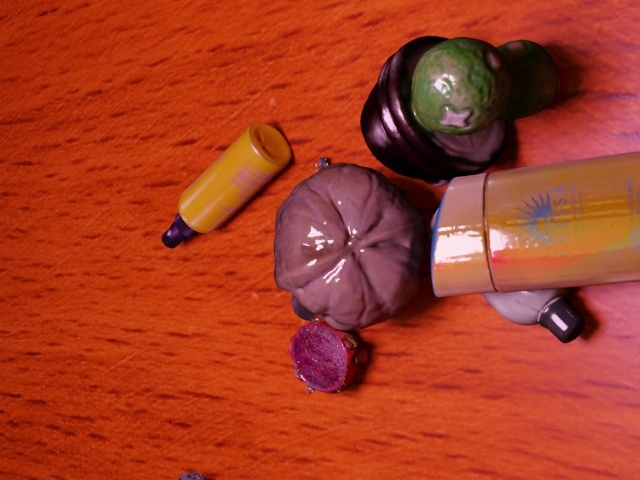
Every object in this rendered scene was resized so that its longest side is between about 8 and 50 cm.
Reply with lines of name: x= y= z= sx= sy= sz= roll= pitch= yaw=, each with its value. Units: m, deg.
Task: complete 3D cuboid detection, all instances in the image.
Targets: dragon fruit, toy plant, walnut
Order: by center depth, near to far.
toy plant: x=0.156 y=-0.162 z=1.224 sx=0.235 sy=0.218 sz=0.175 roll=-27 pitch=82 yaw=50
walnut: x=0.035 y=0.008 z=1.336 sx=0.224 sy=0.224 sz=0.224 roll=0 pitch=90 yaw=43
dragon fruit: x=0.014 y=0.152 z=1.452 sx=0.112 sy=0.068 sz=0.126 roll=40 pitch=127 yaw=28

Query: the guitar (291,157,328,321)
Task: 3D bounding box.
guitar: x=0.000 y=0.000 z=1.491 sx=0.088 sy=0.025 sz=0.233 roll=3 pitch=92 yaw=44

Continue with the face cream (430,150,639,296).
face cream: x=0.257 y=-0.016 z=1.167 sx=0.285 sy=0.067 sz=0.139 roll=-7 pitch=78 yaw=25

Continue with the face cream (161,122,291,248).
face cream: x=-0.155 y=-0.069 z=1.600 sx=0.273 sy=0.078 sz=0.078 roll=-40 pitch=64 yaw=36

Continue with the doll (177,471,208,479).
doll: x=-0.207 y=0.481 z=1.595 sx=0.340 sy=0.158 sz=0.245 roll=18 pitch=90 yaw=45

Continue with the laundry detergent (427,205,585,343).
laundry detergent: x=0.224 y=0.033 z=1.250 sx=0.225 sy=0.070 sz=0.099 roll=49 pitch=114 yaw=33
